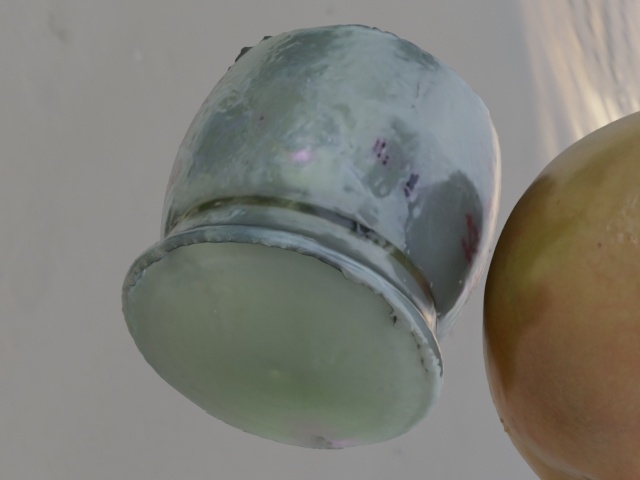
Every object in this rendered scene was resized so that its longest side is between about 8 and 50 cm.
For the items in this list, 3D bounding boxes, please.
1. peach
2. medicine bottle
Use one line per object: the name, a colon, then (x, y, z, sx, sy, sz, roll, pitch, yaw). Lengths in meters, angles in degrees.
peach: (0.153, 0.039, 0.620, 0.184, 0.184, 0.184, 49, 30, -42)
medicine bottle: (0.000, 0.000, 0.666, 0.147, 0.147, 0.143, 53, 40, -35)
